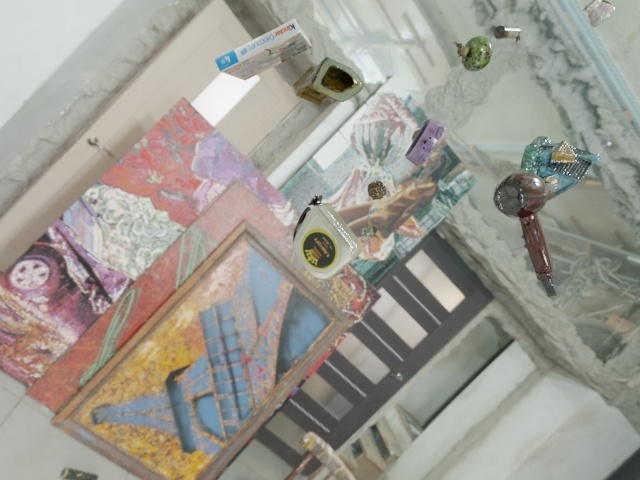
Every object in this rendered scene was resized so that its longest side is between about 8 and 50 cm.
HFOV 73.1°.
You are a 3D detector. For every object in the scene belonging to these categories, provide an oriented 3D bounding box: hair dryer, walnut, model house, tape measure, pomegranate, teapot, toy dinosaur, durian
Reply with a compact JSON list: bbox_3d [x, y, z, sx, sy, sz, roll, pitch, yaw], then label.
[{"bbox_3d":[0.594,-0.019,1.170,0.312,0.123,0.341,-3,78,-45],"label":"hair dryer"},{"bbox_3d":[0.367,-0.352,1.523,0.078,0.083,0.096,0,37,-32],"label":"walnut"},{"bbox_3d":[0.015,-0.645,1.849,0.267,0.174,0.239,15,-13,-35],"label":"model house"},{"bbox_3d":[1.029,-0.322,1.844,0.241,0.261,0.226,4,-51,49],"label":"model house"},{"bbox_3d":[0.000,0.000,1.616,0.271,0.231,0.133,52,30,6],"label":"tape measure"},{"bbox_3d":[0.553,-0.685,1.578,0.161,0.122,0.122,8,13,-16],"label":"pomegranate"},{"bbox_3d":[0.781,-0.648,1.209,0.064,0.083,0.064,44,-11,-7],"label":"teapot"},{"bbox_3d":[0.146,-0.027,1.298,0.037,0.058,0.180,51,-5,22],"label":"toy dinosaur"},{"bbox_3d":[0.226,-0.201,1.714,0.080,0.080,0.091,45,36,8],"label":"durian"}]

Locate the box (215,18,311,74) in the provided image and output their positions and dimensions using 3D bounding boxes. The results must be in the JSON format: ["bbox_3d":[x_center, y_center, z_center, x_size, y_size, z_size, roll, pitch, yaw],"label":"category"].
[{"bbox_3d":[-0.173,-0.604,1.392,0.265,0.273,0.048,-69,137,-74],"label":"box"}]

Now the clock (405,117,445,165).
[{"bbox_3d":[0.329,-0.311,1.363,0.050,0.153,0.110,29,15,-5],"label":"clock"}]

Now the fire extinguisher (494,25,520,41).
[{"bbox_3d":[0.775,-0.848,1.768,0.050,0.177,0.062,9,-68,49],"label":"fire extinguisher"}]
